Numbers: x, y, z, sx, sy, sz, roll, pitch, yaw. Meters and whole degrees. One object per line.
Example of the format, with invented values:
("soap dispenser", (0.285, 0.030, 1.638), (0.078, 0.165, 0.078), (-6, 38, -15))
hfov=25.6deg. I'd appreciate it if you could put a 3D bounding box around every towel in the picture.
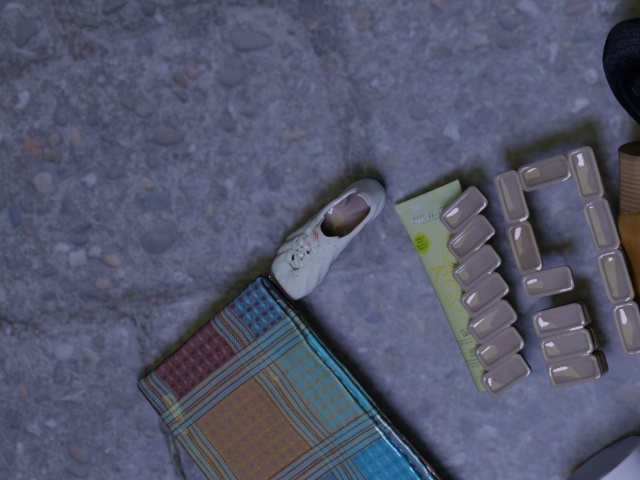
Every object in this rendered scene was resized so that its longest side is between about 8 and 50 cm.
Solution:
("towel", (-0.037, 0.254, 1.727), (0.271, 0.040, 0.370), (-41, 87, 30))

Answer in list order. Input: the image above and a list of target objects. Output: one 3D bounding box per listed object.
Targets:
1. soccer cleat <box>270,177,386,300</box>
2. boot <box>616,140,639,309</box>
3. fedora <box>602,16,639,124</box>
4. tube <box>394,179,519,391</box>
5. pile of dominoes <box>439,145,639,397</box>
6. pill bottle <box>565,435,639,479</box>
("soccer cleat", (0.000, 0.000, 1.665), (0.068, 0.076, 0.196), (45, 111, 5))
("boot", (0.409, 0.019, 1.443), (0.104, 0.295, 0.211), (-20, 110, -19))
("fedora", (0.458, -0.166, 1.414), (0.334, 0.334, 0.152), (29, 78, 11))
("tube", (0.165, 0.056, 1.634), (0.070, 0.062, 0.240), (-21, 90, -7))
("pile of dominoes", (0.248, 0.039, 1.574), (0.196, 0.040, 0.251), (-16, 89, 25))
("pill bottle", (0.385, 0.360, 1.569), (0.153, 0.153, 0.264), (-37, 88, 21))
